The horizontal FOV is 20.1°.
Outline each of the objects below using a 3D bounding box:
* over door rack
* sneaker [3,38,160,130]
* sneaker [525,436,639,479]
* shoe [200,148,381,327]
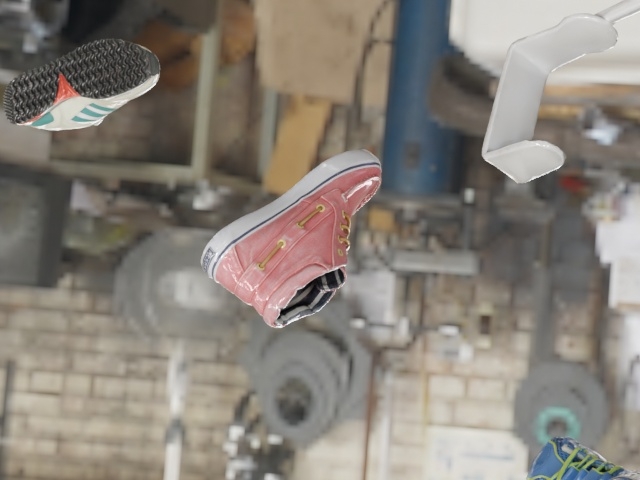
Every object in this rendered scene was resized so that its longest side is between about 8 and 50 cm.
[{"bbox_3d":[0.252,-0.074,0.643,0.239,0.108,0.324,34,135,-27],"label":"over door rack"},{"bbox_3d":[-0.203,-0.137,1.625,0.161,0.057,0.075,-16,165,25],"label":"sneaker"},{"bbox_3d":[0.176,0.181,1.182,0.126,0.091,0.240,31,174,25],"label":"sneaker"},{"bbox_3d":[0.000,0.000,1.357,0.178,0.063,0.081,-32,-116,-34],"label":"shoe"}]
